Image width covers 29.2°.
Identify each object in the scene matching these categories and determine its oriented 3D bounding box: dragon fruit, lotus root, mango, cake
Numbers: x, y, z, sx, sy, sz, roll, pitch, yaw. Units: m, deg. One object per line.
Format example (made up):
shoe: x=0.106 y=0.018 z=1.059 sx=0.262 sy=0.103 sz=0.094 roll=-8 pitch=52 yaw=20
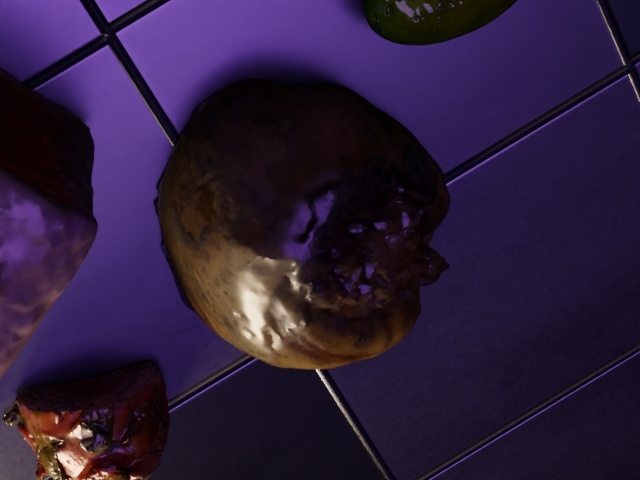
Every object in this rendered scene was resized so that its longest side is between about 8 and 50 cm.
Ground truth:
dragon fruit: x=-0.199 y=0.178 z=1.089 sx=0.147 sy=0.096 sz=0.102 roll=-20 pitch=119 yaw=-4
lotus root: x=0.000 y=0.000 z=1.032 sx=0.272 sy=0.192 sz=0.272 roll=-6 pitch=109 yaw=-19
mango: x=0.110 y=-0.231 z=1.001 sx=0.178 sy=0.100 sz=0.119 roll=-39 pitch=123 yaw=8
cake: x=-0.302 y=-0.022 z=0.871 sx=0.237 sy=0.309 sz=0.230 roll=32 pitch=99 yaw=-20
